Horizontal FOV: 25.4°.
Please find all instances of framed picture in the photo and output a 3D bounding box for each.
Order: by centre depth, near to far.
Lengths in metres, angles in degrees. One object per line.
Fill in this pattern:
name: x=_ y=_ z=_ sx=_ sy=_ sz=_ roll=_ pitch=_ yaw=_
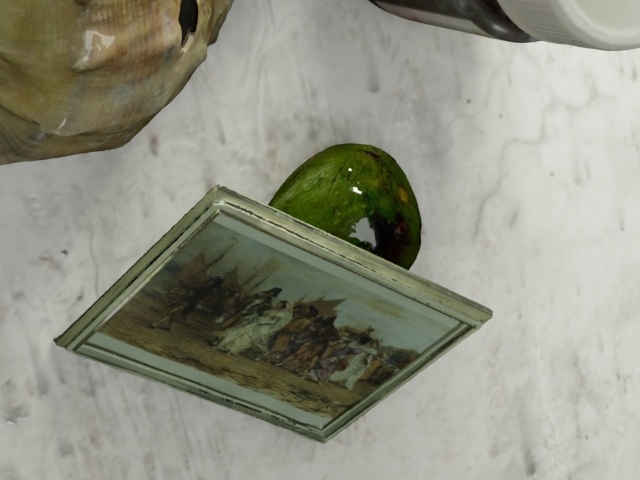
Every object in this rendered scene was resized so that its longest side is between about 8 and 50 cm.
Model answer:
framed picture: x=-0.033 y=0.070 z=1.084 sx=0.274 sy=0.017 sz=0.217 roll=23 pitch=130 yaw=-31

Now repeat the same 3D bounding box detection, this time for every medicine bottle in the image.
medicine bottle: x=0.138 y=-0.225 z=1.015 sx=0.165 sy=0.273 sz=0.165 roll=-9 pitch=109 yaw=-28

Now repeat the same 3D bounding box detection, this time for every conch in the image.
conch: x=-0.162 y=-0.159 z=0.936 sx=0.324 sy=0.186 sz=0.263 roll=-5 pitch=125 yaw=-27

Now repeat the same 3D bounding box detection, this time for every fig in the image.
fig: x=0.000 y=0.000 z=1.117 sx=0.156 sy=0.123 sz=0.123 roll=-25 pitch=122 yaw=22
